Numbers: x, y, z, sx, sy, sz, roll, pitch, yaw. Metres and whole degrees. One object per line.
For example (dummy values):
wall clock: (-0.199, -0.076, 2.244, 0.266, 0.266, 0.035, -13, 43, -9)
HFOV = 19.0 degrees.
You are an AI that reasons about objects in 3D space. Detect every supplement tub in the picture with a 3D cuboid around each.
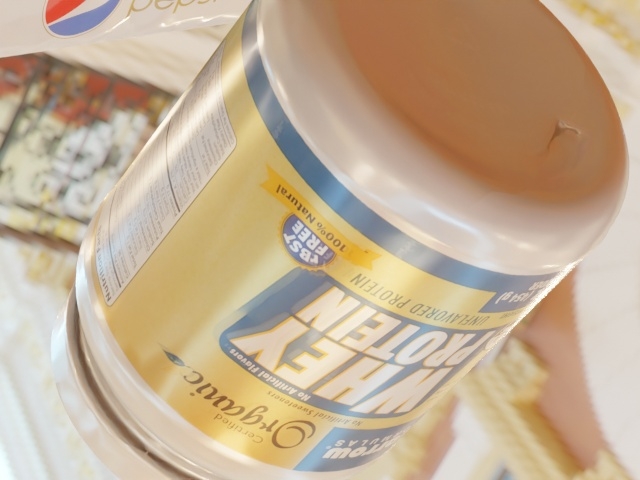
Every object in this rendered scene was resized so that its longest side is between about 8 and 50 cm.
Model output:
supplement tub: (0.000, 0.000, 0.693, 0.144, 0.199, 0.144, 23, -139, -22)

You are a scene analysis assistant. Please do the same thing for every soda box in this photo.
soda box: (-0.109, -0.146, 0.940, 0.216, 0.069, 0.074, -15, -129, -44)
